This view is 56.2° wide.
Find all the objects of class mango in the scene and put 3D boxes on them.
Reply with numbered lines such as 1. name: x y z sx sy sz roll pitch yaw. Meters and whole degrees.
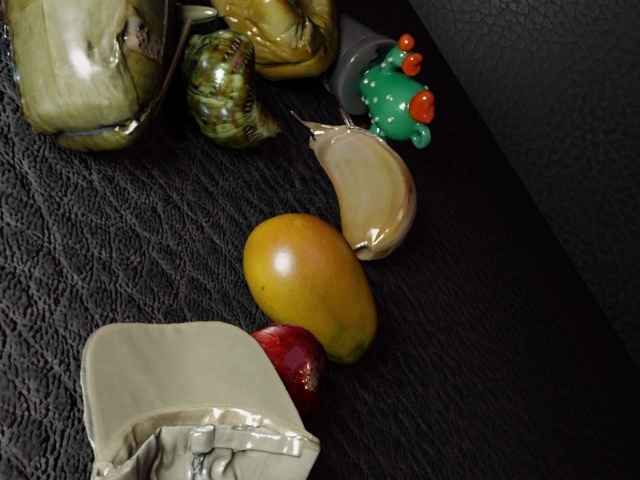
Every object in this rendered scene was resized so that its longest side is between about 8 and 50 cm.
1. mango: -0.006 0.063 0.866 0.254 0.139 0.175 49 41 -35

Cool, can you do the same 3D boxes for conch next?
1. conch: -0.146 -0.230 0.920 0.187 0.124 0.181 -169 -119 -88

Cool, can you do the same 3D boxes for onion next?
1. onion: -0.049 0.162 0.717 0.131 0.131 0.131 39 34 -34

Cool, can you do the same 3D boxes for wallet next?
1. wallet: 0.097 -0.314 1.502 0.176 0.026 0.095 -31 96 -60

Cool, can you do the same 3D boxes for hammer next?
1. hammer: -0.194 -0.249 0.833 0.028 0.060 0.195 66 34 -63
2. hammer: -0.230 -0.335 1.003 0.062 0.017 0.182 29 42 -44

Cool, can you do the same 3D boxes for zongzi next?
1. zongzi: -0.258 -0.261 0.784 0.393 0.174 0.356 48 32 -81

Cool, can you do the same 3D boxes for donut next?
1. donut: -0.088 -0.493 1.170 0.360 0.170 0.360 -8 90 -66

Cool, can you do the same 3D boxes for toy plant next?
1. toy plant: 0.121 -0.332 1.306 0.185 0.279 0.400 3 38 -45

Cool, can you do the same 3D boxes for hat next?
1. hat: -0.134 0.197 0.598 0.214 0.149 0.245 5 21 -30

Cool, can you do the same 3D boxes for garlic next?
1. garlic: 0.082 -0.127 1.184 0.196 0.151 0.338 -8 71 -33
